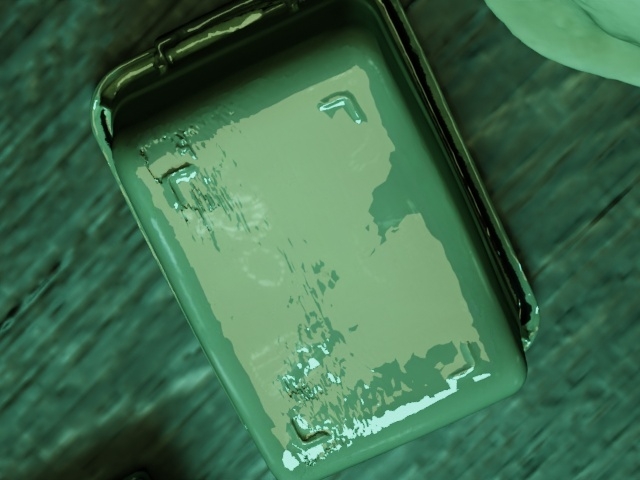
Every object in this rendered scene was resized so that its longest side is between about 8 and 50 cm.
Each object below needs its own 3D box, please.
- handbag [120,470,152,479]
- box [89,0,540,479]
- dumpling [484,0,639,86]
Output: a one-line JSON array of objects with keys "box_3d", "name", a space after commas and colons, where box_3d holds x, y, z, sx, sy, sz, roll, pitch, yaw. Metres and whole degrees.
[{"box_3d": [-0.105, 0.267, 0.689, 0.274, 0.100, 0.268, -29, 103, 7], "name": "handbag"}, {"box_3d": [0.000, 0.000, 0.624, 0.124, 0.093, 0.172, -26, 104, 5], "name": "box"}, {"box_3d": [0.141, -0.102, 0.602, 0.155, 0.181, 0.111, 50, 61, -41], "name": "dumpling"}]
